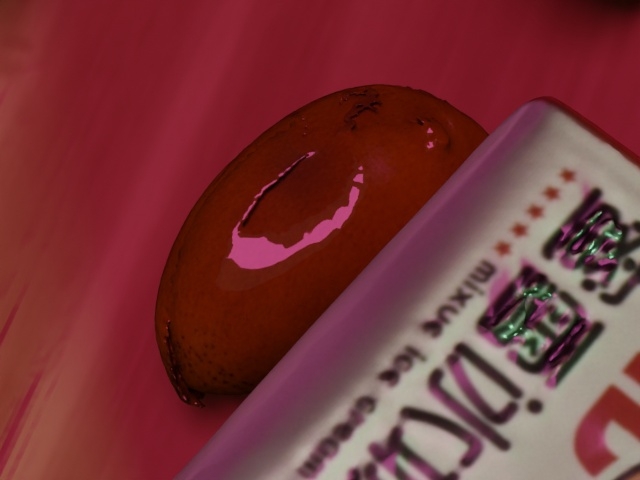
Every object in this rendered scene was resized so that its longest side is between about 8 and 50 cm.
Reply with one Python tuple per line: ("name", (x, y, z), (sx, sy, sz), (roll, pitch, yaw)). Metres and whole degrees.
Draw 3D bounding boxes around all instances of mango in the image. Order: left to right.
("mango", (0.000, 0.000, 0.590), (0.127, 0.063, 0.077), (-35, 75, -7))

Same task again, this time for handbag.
("handbag", (0.114, 0.122, 0.475), (0.298, 0.151, 0.171), (37, 71, 17))
